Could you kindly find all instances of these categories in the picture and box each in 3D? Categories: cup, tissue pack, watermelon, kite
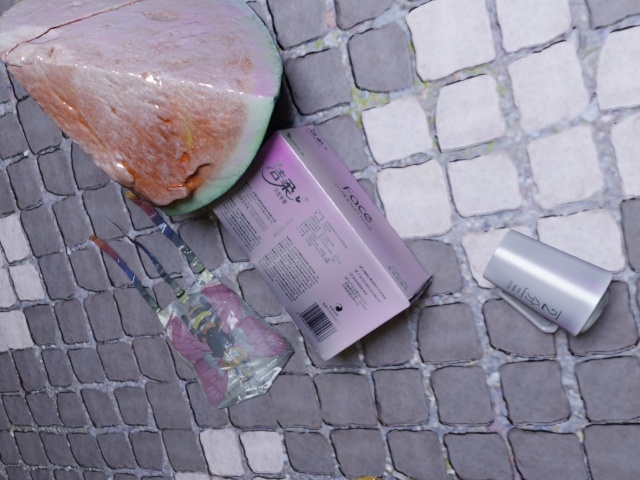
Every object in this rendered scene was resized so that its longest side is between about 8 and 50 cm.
[{"bbox_3d":[0.235,0.051,0.615,0.116,0.074,0.104,30,144,21],"label":"cup"},{"bbox_3d":[0.000,0.000,0.701,0.149,0.092,0.246,-39,85,31],"label":"tissue pack"},{"bbox_3d":[-0.208,-0.179,0.708,0.320,0.292,0.222,2,133,-5],"label":"watermelon"},{"bbox_3d":[-0.198,0.090,0.872,0.204,0.022,0.360,-41,88,30],"label":"kite"}]

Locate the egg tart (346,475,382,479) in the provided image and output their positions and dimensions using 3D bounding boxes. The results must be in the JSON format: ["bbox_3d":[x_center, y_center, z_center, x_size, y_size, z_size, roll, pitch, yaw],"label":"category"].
[{"bbox_3d":[0.027,0.435,0.722,0.291,0.290,0.107,-16,116,30],"label":"egg tart"}]
